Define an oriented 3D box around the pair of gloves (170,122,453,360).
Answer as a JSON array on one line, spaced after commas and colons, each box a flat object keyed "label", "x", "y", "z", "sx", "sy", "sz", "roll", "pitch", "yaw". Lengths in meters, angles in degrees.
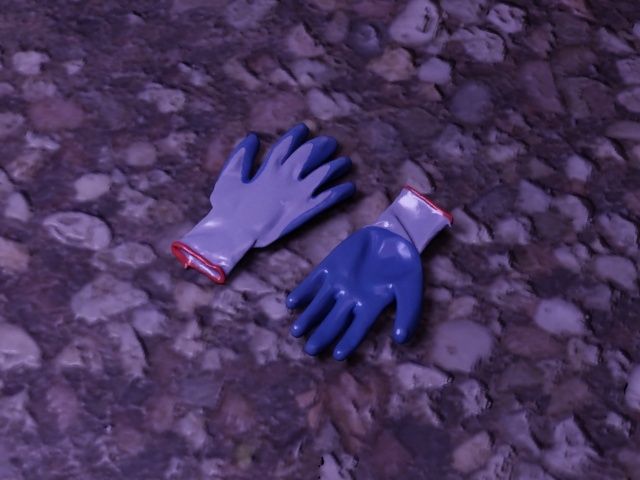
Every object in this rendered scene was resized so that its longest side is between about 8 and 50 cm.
[{"label": "pair of gloves", "x": 0.000, "y": 0.000, "z": 1.070, "sx": 0.198, "sy": 0.023, "sz": 0.159, "roll": 34, "pitch": 64, "yaw": 17}]
